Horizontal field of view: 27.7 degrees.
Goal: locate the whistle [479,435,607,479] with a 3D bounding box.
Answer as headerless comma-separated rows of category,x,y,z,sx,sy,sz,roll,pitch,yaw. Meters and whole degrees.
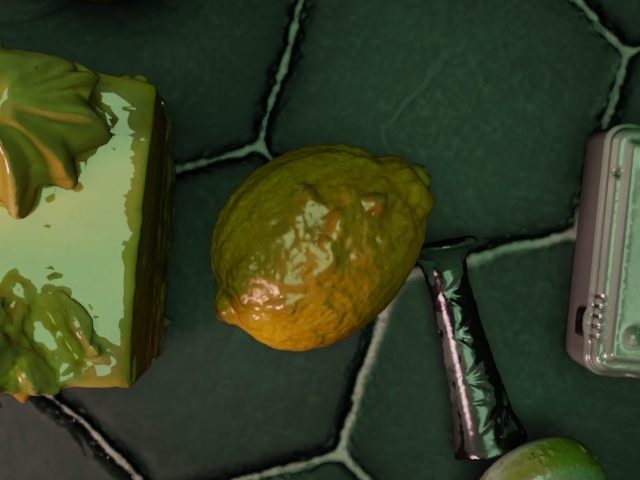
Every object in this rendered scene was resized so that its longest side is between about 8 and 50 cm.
whistle,0.131,0.224,0.988,0.198,0.057,0.104,-40,136,11

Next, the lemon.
lemon,0.000,0.000,0.950,0.187,0.142,0.142,-35,92,3

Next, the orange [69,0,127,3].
orange,-0.173,-0.279,0.902,0.236,0.236,0.236,0,92,0

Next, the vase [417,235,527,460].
vase,0.111,0.081,0.995,0.059,0.059,0.167,-15,92,1

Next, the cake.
cake,-0.219,-0.014,0.876,0.222,0.286,0.227,4,92,0

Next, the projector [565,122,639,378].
projector,0.325,0.014,0.972,0.257,0.099,0.192,6,91,-1
